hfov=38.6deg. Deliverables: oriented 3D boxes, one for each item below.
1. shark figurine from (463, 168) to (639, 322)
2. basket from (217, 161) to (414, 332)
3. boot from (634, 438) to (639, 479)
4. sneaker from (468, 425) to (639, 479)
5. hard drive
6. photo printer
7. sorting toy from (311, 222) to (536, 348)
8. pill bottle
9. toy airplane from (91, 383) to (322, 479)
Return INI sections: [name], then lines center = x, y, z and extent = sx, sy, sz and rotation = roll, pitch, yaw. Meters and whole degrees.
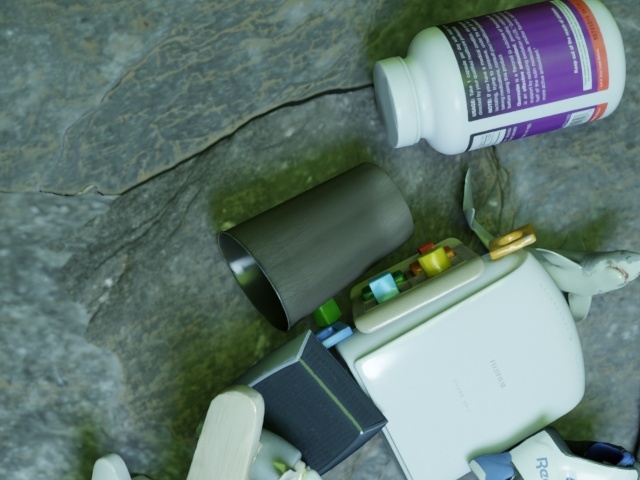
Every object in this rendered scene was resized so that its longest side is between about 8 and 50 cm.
[shark figurine]
center = 0.324, 0.009, 1.321
extent = 0.278, 0.166, 0.116
rotation = 22, 54, 18
[basket]
center = 0.000, 0.000, 1.251
extent = 0.227, 0.204, 0.154
rotation = -31, 110, -17
[boot]
center = 0.413, 0.325, 1.294
extent = 0.209, 0.076, 0.189
rotation = -12, 83, 1
[sneaker]
center = 0.356, 0.367, 1.190
extent = 0.182, 0.127, 0.315
rotation = -37, 96, 0
[hard drive]
center = -0.051, 0.244, 1.197
extent = 0.172, 0.054, 0.255
rotation = 50, 124, 1
[photo printer]
center = 0.206, 0.169, 1.238
extent = 0.308, 0.107, 0.256
rotation = -28, 110, -7
[sorting toy]
center = 0.120, 0.045, 1.224
extent = 0.348, 0.196, 0.047
rotation = -27, 99, 3
[pill bottle]
center = 0.246, -0.227, 1.284
extent = 0.323, 0.181, 0.181
rotation = -14, 85, -6
[toy airplane]
center = -0.129, 0.406, 1.149
extent = 0.273, 0.386, 0.384
rotation = -8, 72, -42
